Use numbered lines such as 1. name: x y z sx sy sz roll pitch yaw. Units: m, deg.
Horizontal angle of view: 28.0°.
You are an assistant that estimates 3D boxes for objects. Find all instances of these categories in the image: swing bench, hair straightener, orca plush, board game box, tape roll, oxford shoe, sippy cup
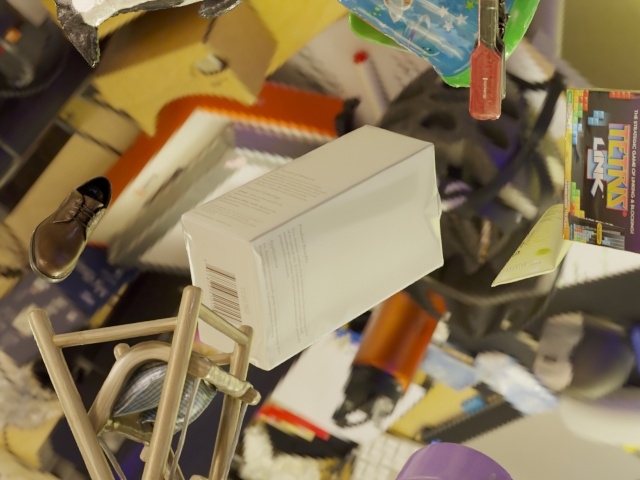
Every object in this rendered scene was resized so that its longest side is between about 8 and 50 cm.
1. swing bench: -0.153 0.198 1.240 0.165 0.255 0.253 -9 167 8
2. hair straightener: 0.203 -0.265 1.573 0.047 0.089 0.230 3 130 18
3. orca plush: -0.123 -0.264 1.306 0.287 0.102 0.151 -36 68 15
4. board game box: 0.322 -0.076 1.371 0.141 0.048 0.170 14 106 60
5. tape roll: 0.186 0.381 1.798 0.189 0.080 0.189 14 125 22
6. oxford shoe: -0.389 -0.027 2.011 0.082 0.227 0.096 34 131 -16
7. sippy cup: 0.147 -0.354 1.726 0.224 0.240 0.305 21 122 -22

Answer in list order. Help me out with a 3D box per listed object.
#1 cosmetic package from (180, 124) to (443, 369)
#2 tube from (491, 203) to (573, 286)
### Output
1. cosmetic package: 0.000 0.000 1.886 0.156 0.385 0.217 19 125 41
2. tube: 0.319 0.010 1.830 0.062 0.240 0.070 32 120 11
